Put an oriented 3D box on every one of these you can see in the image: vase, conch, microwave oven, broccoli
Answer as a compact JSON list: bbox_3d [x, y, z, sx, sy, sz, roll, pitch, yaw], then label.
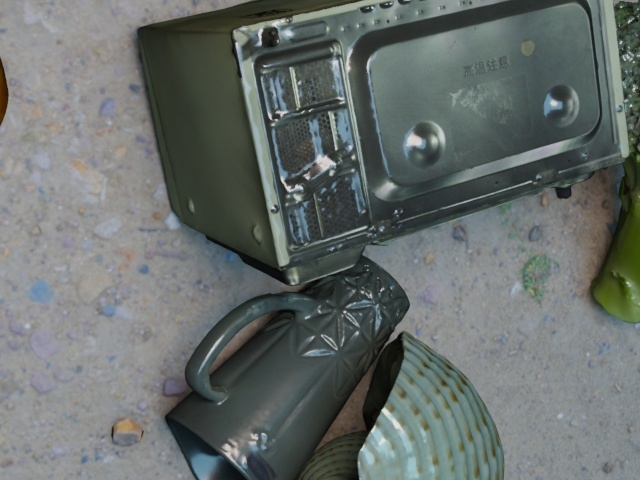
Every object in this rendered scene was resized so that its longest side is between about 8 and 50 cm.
[{"bbox_3d":[-0.033,0.144,1.213,0.301,0.156,0.251,-48,135,-18],"label":"vase"},{"bbox_3d":[0.093,0.265,1.192,0.215,0.319,0.302,25,85,-1],"label":"conch"},{"bbox_3d":[0.057,-0.137,1.119,0.394,0.333,0.247,-17,108,-22],"label":"microwave oven"},{"bbox_3d":[0.395,-0.113,1.334,0.275,0.397,0.353,9,70,10],"label":"broccoli"}]

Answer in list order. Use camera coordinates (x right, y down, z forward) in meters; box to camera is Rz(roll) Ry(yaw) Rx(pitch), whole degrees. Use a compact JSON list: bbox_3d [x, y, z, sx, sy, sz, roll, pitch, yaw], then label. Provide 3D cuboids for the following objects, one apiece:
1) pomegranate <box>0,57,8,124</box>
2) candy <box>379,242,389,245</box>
[{"bbox_3d":[-0.398,-0.147,0.965,0.248,0.248,0.248,-3,98,-24],"label":"pomegranate"},{"bbox_3d":[0.000,0.000,1.267,0.194,0.058,0.062,1,65,-34],"label":"candy"}]
